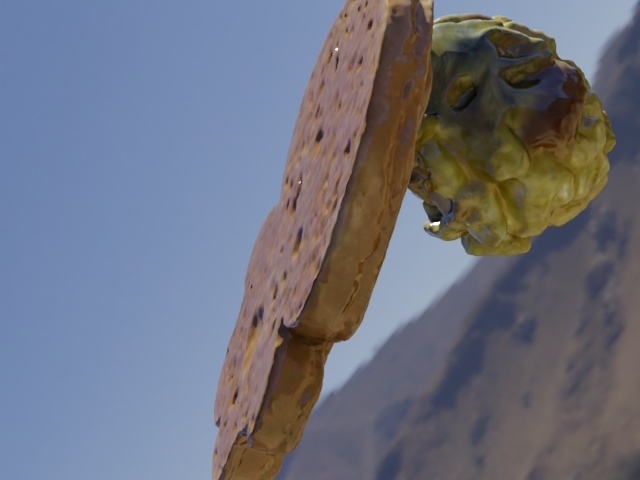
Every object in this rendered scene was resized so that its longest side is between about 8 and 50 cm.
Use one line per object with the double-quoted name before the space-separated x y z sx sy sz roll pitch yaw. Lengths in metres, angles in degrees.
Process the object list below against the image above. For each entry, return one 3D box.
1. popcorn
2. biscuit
"popcorn" 0.131 -0.088 1.399 0.189 0.218 0.169 -51 -23 -20
"biscuit" 0.001 0.000 0.851 0.202 0.044 0.288 -96 21 -62
